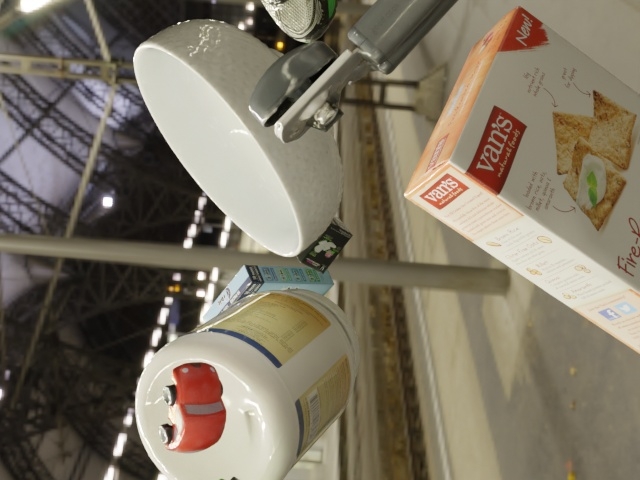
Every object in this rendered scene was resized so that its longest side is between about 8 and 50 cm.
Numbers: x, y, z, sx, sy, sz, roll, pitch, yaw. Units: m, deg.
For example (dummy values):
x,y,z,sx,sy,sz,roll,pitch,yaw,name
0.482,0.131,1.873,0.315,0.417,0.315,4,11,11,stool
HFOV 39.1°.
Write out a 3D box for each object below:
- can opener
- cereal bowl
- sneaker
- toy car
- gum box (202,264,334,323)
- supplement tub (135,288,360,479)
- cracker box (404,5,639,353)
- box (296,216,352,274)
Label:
x,y,z,sx,sy,sz,roll,pitch,yaw,name
0.043,-0.211,0.882,0.283,0.095,0.076,-47,-14,7,can opener
-0.087,-0.149,1.185,0.141,0.339,0.339,-40,-16,-19,cereal bowl
-0.103,-0.456,1.444,0.134,0.343,0.146,-42,-12,34,sneaker
-0.121,0.274,0.964,0.239,0.225,0.053,-56,35,-8,toy car
-0.092,0.106,1.595,0.157,0.184,0.041,-49,53,36,gum box
-0.085,0.199,1.256,0.316,0.229,0.228,-29,-54,-65,supplement tub
0.193,-0.039,0.651,0.067,0.232,0.155,-40,20,59,cracker box
0.000,0.000,1.464,0.083,0.052,0.062,-53,34,12,box
